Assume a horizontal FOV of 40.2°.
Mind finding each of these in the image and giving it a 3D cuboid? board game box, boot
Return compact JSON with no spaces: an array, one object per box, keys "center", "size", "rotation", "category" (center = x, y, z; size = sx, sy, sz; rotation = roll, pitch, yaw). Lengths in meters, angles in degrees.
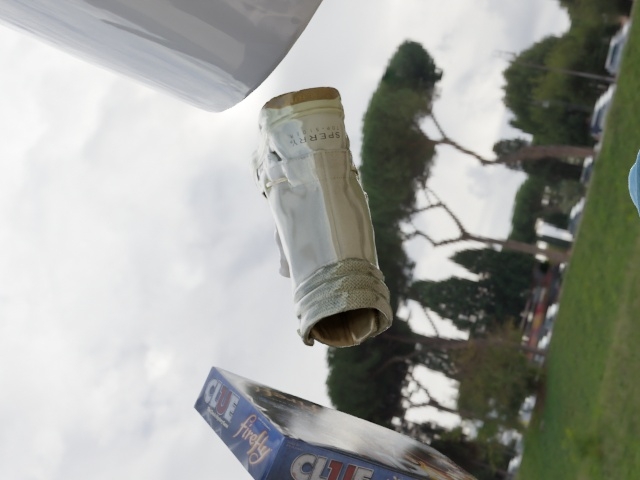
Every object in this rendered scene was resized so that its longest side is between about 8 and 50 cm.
[{"center":[0.031,0.183,0.725],"size":[0.243,0.165,0.042],"rotation":[25,-91,-27],"category":"board game box"},{"center":[0.000,0.000,0.651],"size":[0.213,0.077,0.165],"rotation":[100,157,-75],"category":"boot"}]

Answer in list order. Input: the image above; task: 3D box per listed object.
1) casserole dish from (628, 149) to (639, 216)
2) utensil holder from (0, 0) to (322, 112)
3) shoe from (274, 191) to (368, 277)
[{"center":[0.380,-0.039,0.831],"size":[0.037,0.188,0.114],"rotation":[-24,-63,-24],"category":"casserole dish"},{"center":[-0.187,-0.307,0.623],"size":[0.385,0.327,0.328],"rotation":[21,-97,-26],"category":"utensil holder"},{"center":[-0.002,-0.015,0.943],"size":[0.219,0.076,0.058],"rotation":[-38,-47,-67],"category":"shoe"}]
